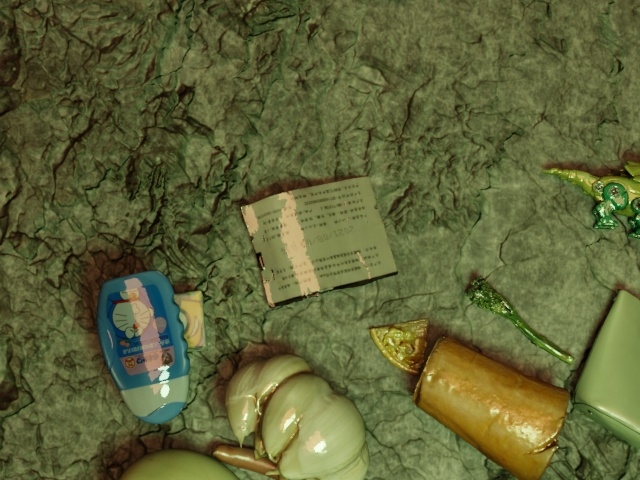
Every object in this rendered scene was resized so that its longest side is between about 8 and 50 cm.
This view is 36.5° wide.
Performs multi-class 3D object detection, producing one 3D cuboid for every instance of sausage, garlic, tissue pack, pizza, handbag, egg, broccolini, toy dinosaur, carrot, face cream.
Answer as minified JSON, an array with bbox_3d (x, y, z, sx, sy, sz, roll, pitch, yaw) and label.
[{"bbox_3d":[-0.109,0.403,1.740,0.176,0.047,0.040,20,120,-1],"label":"sausage"},{"bbox_3d":[-0.033,0.322,1.662,0.281,0.184,0.203,53,49,-3],"label":"garlic"},{"bbox_3d":[-0.282,0.153,1.761,0.148,0.060,0.109,-6,83,-1],"label":"tissue pack"},{"bbox_3d":[0.158,0.178,1.785,0.123,0.026,0.108,43,82,4],"label":"pizza"},{"bbox_3d":[0.609,0.214,1.753,0.241,0.109,0.315,32,80,2],"label":"handbag"},{"bbox_3d":[-0.233,0.454,1.662,0.241,0.186,0.186,13,83,-1],"label":"egg"},{"bbox_3d":[0.368,0.154,1.783,0.239,0.054,0.051,39,70,1],"label":"broccolini"},{"bbox_3d":[0.539,-0.084,1.796,0.259,0.094,0.153,4,83,7],"label":"toy dinosaur"},{"bbox_3d":[0.289,0.296,1.701,0.254,0.196,0.196,24,83,8],"label":"carrot"},{"bbox_3d":[-0.305,0.189,1.686,0.149,0.083,0.264,-14,89,2],"label":"face cream"}]

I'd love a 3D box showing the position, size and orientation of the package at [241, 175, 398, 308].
[{"bbox_3d":[0.000,0.000,1.787,0.251,0.062,0.204,-15,85,-7],"label":"package"}]
